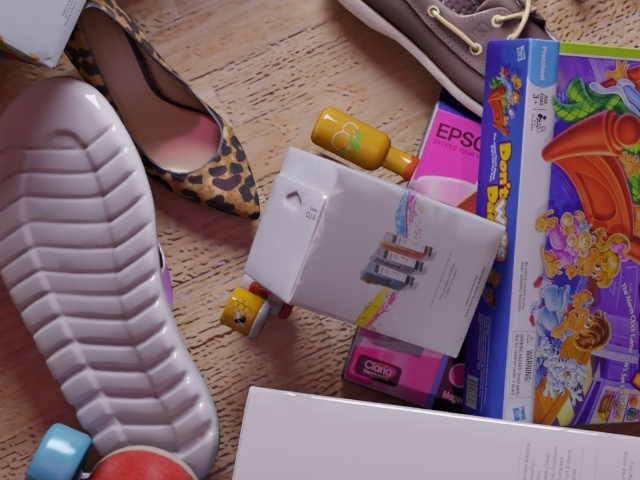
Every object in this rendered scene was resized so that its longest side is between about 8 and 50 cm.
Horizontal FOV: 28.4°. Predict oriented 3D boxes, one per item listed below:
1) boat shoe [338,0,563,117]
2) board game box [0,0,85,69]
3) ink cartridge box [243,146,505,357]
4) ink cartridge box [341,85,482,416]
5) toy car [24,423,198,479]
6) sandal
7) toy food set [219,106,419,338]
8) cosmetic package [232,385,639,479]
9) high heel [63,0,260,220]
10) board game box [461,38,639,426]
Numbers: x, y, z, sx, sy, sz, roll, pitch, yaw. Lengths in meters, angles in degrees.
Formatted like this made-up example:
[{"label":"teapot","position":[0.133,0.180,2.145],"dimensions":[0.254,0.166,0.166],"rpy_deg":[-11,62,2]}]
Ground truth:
[{"label":"boat shoe","position":[0.151,-0.216,1.236],"dimensions":[0.324,0.097,0.116],"rpy_deg":[38,52,6]},{"label":"board game box","position":[-0.337,-0.264,1.150],"dimensions":[0.142,0.275,0.144],"rpy_deg":[28,82,-43]},{"label":"ink cartridge box","position":[0.044,0.009,1.122],"dimensions":[0.176,0.128,0.127],"rpy_deg":[20,93,-24]},{"label":"ink cartridge box","position":[0.162,-0.006,1.259],"dimensions":[0.176,0.069,0.371],"rpy_deg":[19,82,0]},{"label":"toy car","position":[-0.193,0.311,1.111],"dimensions":[0.219,0.238,0.210],"rpy_deg":[25,104,0]},{"label":"sandal","position":[-0.210,0.047,1.230],"dimensions":[0.169,0.102,0.416],"rpy_deg":[-14,98,12]},{"label":"toy food set","position":[0.000,0.000,1.226],"dimensions":[0.104,0.111,0.232],"rpy_deg":[26,82,1]},{"label":"cosmetic package","position":[0.120,0.235,1.093],"dimensions":[0.365,0.197,0.155],"rpy_deg":[7,76,14]},{"label":"high heel","position":[-0.151,-0.121,1.195],"dimensions":[0.093,0.186,0.261],"rpy_deg":[-43,87,-6]},{"label":"board game box","position":[0.263,-0.006,1.182],"dimensions":[0.233,0.078,0.347],"rpy_deg":[0,96,-23]}]
